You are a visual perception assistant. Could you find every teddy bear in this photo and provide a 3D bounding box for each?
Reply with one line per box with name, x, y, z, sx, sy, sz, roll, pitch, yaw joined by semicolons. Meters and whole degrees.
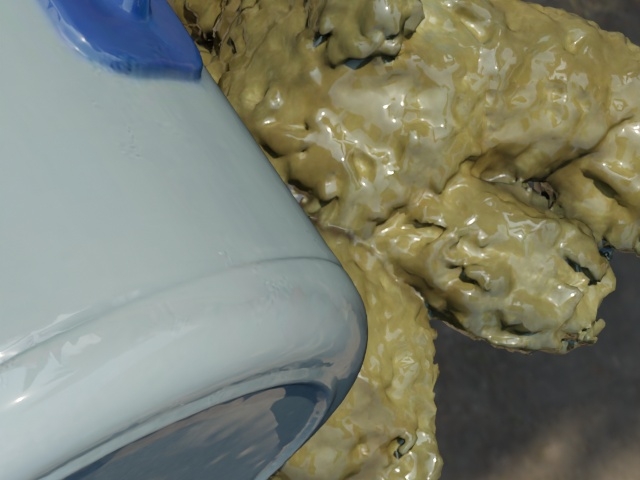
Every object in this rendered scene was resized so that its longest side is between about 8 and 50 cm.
teddy bear;0.000;0.000;0.767;0.256;0.267;0.156;-67;157;-1

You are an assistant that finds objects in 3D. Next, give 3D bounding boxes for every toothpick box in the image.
toothpick box;-0.161;-0.054;0.613;0.263;0.355;0.263;-31;165;-10
